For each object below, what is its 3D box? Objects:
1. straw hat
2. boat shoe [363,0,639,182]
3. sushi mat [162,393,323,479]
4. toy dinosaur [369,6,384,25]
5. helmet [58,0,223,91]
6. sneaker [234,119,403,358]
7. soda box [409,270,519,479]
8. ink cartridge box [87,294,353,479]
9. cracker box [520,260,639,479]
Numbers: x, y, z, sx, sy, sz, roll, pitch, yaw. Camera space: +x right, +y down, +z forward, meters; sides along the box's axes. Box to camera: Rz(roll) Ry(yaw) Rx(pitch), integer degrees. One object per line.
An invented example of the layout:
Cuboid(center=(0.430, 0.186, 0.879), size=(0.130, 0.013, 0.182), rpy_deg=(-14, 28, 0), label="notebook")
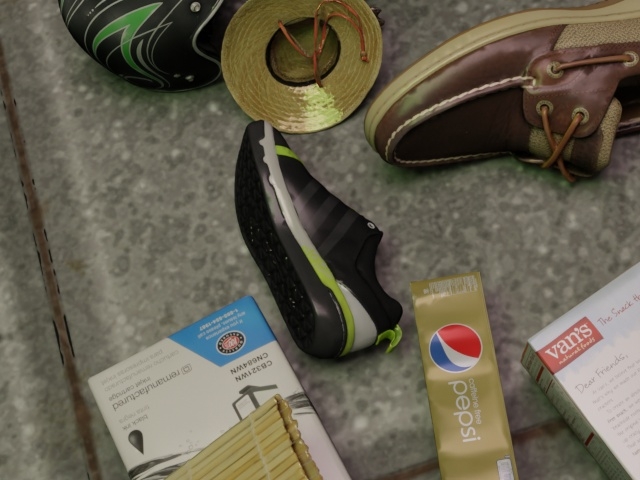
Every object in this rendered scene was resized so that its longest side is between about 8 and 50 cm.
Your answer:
Cuboid(center=(-0.015, -0.170, 1.291), size=(0.144, 0.144, 0.061), rpy_deg=(-9, 21, 4), label="straw hat")
Cuboid(center=(0.209, -0.115, 1.201), size=(0.342, 0.123, 0.123), rpy_deg=(-16, 60, -7), label="boat shoe")
Cuboid(center=(-0.111, 0.253, 1.025), size=(0.316, 0.019, 0.151), rpy_deg=(-39, 61, 23), label="sushi mat")
Cuboid(center=(0.054, -0.319, 1.336), size=(0.296, 0.127, 0.200), rpy_deg=(-32, 51, 10), label="toy dinosaur")
Cuboid(center=(-0.148, -0.224, 1.284), size=(0.169, 0.161, 0.169), rpy_deg=(-4, 62, 8), label="helmet")
Cuboid(center=(0.000, 0.000, 1.208), size=(0.097, 0.084, 0.234), rpy_deg=(-9, 60, -24), label="sneaker")
Cuboid(center=(0.111, 0.119, 1.122), size=(0.058, 0.061, 0.181), rpy_deg=(-9, 62, 4), label="soda box")
Cuboid(center=(-0.066, 0.168, 1.109), size=(0.148, 0.086, 0.203), rpy_deg=(-28, 62, -6), label="ink cartridge box")
Cuboid(center=(0.279, 0.129, 1.071), size=(0.156, 0.067, 0.232), rpy_deg=(-33, 73, -9), label="cracker box")
